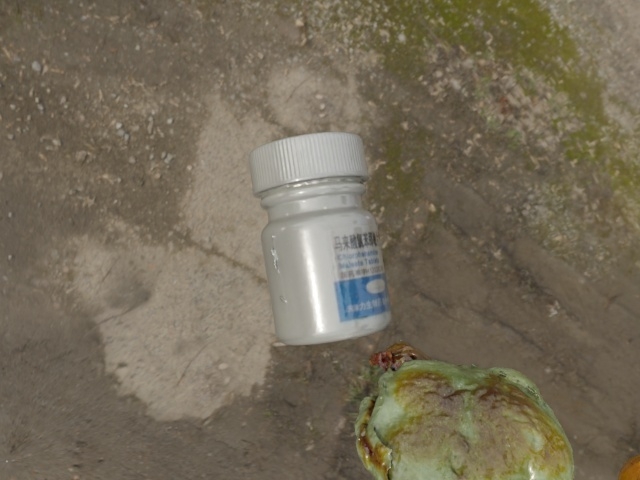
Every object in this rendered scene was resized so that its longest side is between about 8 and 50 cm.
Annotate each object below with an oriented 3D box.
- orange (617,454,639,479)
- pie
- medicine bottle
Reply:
[{"bbox_3d":[0.368,0.269,0.638,0.083,0.083,0.070,-23,103,-32],"label":"orange"},{"bbox_3d":[0.177,0.249,0.749,0.275,0.105,0.257,12,34,11],"label":"pie"},{"bbox_3d":[0.000,0.000,0.508,0.105,0.105,0.168,-8,87,-30],"label":"medicine bottle"}]
